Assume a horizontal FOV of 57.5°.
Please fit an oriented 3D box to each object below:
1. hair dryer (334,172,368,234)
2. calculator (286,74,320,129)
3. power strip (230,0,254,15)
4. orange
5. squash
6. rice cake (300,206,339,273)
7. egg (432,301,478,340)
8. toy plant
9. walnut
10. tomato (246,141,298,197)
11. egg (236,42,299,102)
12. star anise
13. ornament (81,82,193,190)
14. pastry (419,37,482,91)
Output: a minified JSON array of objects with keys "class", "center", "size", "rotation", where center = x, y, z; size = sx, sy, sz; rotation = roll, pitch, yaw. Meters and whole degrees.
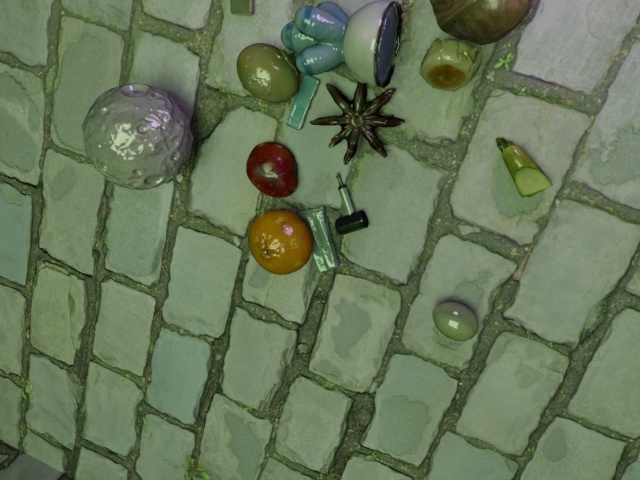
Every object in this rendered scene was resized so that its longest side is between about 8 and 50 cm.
[{"class":"hair dryer","center":[0.079,-0.122,1.862],"size":[0.101,0.057,0.197],"rotation":[-15,95,23]},{"class":"calculator","center":[-0.055,-0.427,1.808],"size":[0.057,0.018,0.171],"rotation":[27,115,7]},{"class":"power strip","center":[-0.234,-0.764,1.744],"size":[0.076,0.028,0.168],"rotation":[11,114,16]},{"class":"orange","center":[-0.133,0.005,1.890],"size":[0.219,0.193,0.219],"rotation":[12,106,46]},{"class":"squash","center":[0.561,-0.210,1.643],"size":[0.200,0.075,0.090],"rotation":[51,142,-2]},{"class":"rice cake","center":[0.000,0.000,1.932],"size":[0.085,0.040,0.226],"rotation":[-10,105,21]},{"class":"egg","center":[0.423,0.253,1.835],"size":[0.152,0.114,0.114],"rotation":[27,115,3]},{"class":"toy plant","center":[0.042,-0.559,1.619],"size":[0.333,0.247,0.247],"rotation":[12,112,17]},{"class":"walnut","center":[0.398,-0.621,1.449],"size":[0.227,0.273,0.273],"rotation":[-16,106,-15]},{"class":"tomato","center":[-0.166,-0.217,1.878],"size":[0.173,0.099,0.189],"rotation":[1,111,17]},{"class":"egg","center":[-0.157,-0.498,1.744],"size":[0.202,0.164,0.164],"rotation":[36,116,-3]},{"class":"star anise","center":[0.108,-0.356,1.738],"size":[0.289,0.088,0.288],"rotation":[1,97,9]},{"class":"ornament","center":[-0.577,-0.337,1.841],"size":[0.337,0.337,0.336],"rotation":[6,111,17]},{"class":"pastry","center":[0.352,-0.476,1.584],"size":[0.166,0.166,0.088],"rotation":[10,72,16]}]
